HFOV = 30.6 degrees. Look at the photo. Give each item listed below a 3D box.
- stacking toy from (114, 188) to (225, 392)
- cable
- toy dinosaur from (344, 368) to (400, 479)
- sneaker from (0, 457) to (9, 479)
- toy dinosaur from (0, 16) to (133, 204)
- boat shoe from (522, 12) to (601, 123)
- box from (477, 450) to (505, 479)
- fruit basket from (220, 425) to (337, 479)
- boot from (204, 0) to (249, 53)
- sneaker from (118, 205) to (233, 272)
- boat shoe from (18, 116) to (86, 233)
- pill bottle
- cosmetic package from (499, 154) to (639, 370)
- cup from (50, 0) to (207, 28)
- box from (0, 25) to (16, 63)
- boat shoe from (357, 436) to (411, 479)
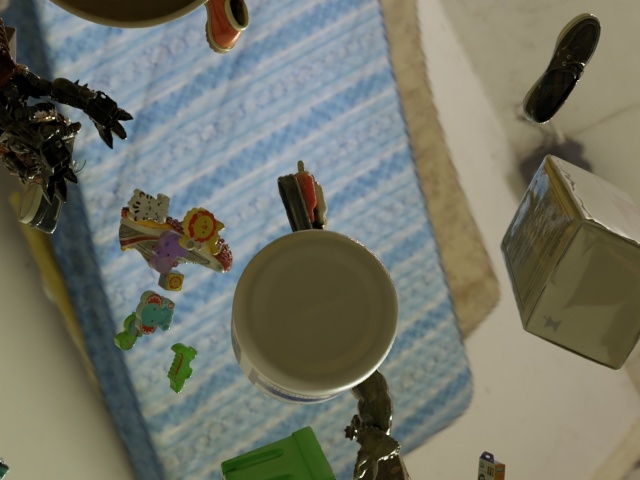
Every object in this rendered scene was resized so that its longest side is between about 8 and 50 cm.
[{"bbox_3d":[-0.195,0.053,1.422,0.052,0.221,0.167,8,-171,-34],"label":"stacking toy"},{"bbox_3d":[0.000,0.000,1.799,0.072,0.287,0.139,-21,145,-1],"label":"cable"},{"bbox_3d":[0.103,0.321,2.338,0.121,0.314,0.160,1,170,-16],"label":"toy dinosaur"},{"bbox_3d":[-0.600,0.391,1.998,0.110,0.122,0.283,-69,-164,0],"label":"sneaker"},{"bbox_3d":[-0.398,-0.165,1.556,0.164,0.218,0.322,-59,160,-8],"label":"toy dinosaur"},{"bbox_3d":[0.460,-0.319,2.201,0.228,0.080,0.076,-55,-162,15],"label":"boat shoe"},{"bbox_3d":[0.349,0.504,2.398,0.028,0.136,0.081,6,179,-17],"label":"box"},{"bbox_3d":[0.029,0.521,1.946,0.392,0.392,0.283,-29,-160,-3],"label":"fruit basket"},{"bbox_3d":[-0.144,-0.377,1.799,0.059,0.158,0.084,-3,163,-30],"label":"boot"},{"bbox_3d":[-0.253,0.012,2.041,0.225,0.093,0.088,21,-165,22],"label":"sneaker"},{"bbox_3d":[-0.538,-0.134,2.378,0.095,0.079,0.254,-26,-136,42],"label":"boat shoe"},{"bbox_3d":[-0.014,0.086,1.170,0.153,0.153,0.265,-30,174,-10],"label":"pill bottle"},{"bbox_3d":[0.318,0.017,1.431,0.296,0.129,0.153,-78,-167,-70],"label":"cosmetic package"},{"bbox_3d":[-0.178,-0.423,1.292,0.331,0.331,0.237,-25,-168,28],"label":"cup"},{"bbox_3d":[-0.717,-0.265,2.216,0.143,0.191,0.381,104,-5,-45],"label":"box"},{"bbox_3d":[0.162,0.590,2.620,0.123,0.324,0.116,-14,170,20],"label":"boat shoe"}]
